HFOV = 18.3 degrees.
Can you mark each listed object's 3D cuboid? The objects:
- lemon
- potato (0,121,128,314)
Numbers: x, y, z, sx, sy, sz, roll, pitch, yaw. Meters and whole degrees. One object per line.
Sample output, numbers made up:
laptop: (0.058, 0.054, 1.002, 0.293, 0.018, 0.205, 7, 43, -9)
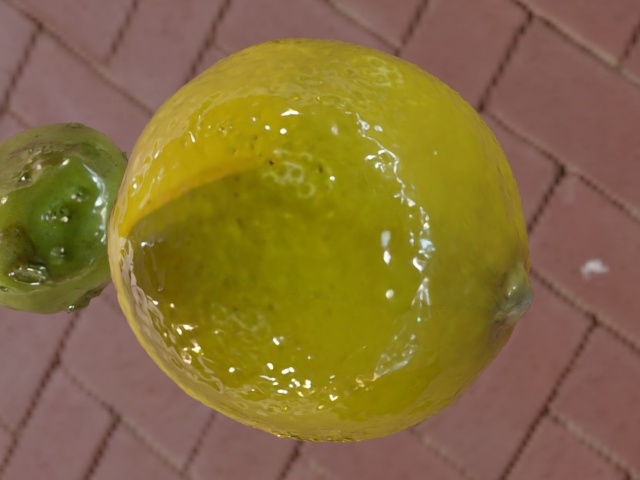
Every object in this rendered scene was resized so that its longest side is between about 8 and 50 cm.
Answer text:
lemon: (-0.001, 0.000, 1.320, 0.293, 0.293, 0.293, 2, 94, 33)
potato: (-0.253, -0.023, 1.810, 0.253, 0.148, 0.186, -4, 62, 56)
